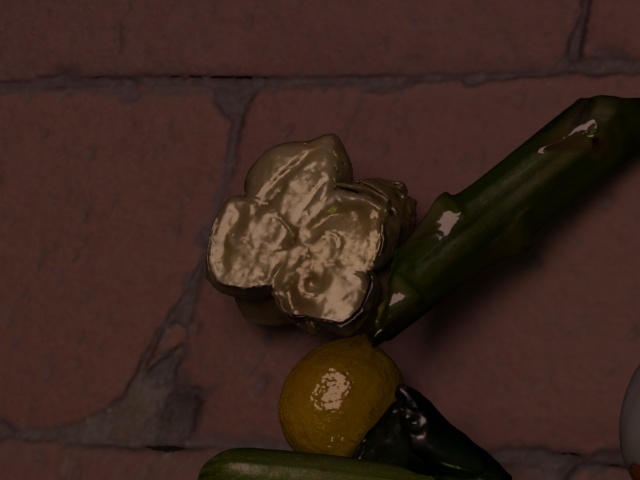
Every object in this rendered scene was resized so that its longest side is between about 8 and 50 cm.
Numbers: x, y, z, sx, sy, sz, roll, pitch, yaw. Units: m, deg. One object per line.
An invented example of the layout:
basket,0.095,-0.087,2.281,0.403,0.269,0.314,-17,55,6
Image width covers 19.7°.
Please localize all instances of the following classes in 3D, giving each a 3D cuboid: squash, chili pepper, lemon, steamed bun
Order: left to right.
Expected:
steamed bun,0.000,0.000,1.710,0.177,0.106,0.192,12,76,23
squash,0.006,0.205,1.474,0.239,0.069,0.069,5,64,29
lemon,0.018,0.145,1.615,0.109,0.109,0.133,24,89,31
chili pepper,0.048,0.270,1.538,0.148,0.116,0.264,34,72,5

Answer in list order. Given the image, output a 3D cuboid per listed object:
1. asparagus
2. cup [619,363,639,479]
asparagus,0.160,-0.025,1.648,0.343,0.082,0.085,-38,65,-12
cup,0.365,0.207,1.374,0.212,0.212,0.317,-31,54,3
